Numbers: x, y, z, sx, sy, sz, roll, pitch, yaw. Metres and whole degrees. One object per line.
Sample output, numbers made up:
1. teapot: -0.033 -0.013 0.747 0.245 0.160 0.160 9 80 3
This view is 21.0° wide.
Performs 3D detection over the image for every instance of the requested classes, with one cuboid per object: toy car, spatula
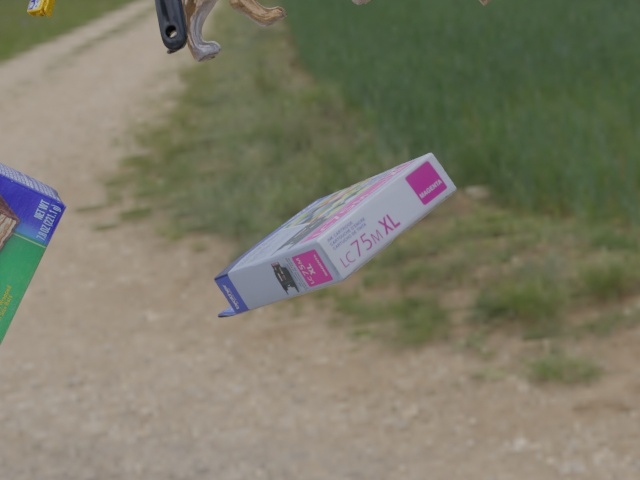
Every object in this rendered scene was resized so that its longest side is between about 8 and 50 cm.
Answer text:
1. toy car: -0.286 -0.277 1.659 0.041 0.122 0.060 -2 -8 36
2. spatula: -0.186 -0.350 1.916 0.084 0.296 0.030 -15 -11 12

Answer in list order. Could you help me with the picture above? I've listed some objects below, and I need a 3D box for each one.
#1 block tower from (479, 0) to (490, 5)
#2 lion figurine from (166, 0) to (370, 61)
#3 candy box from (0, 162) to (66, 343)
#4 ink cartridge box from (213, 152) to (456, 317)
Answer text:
1. block tower: 0.101 -0.418 1.888 0.097 0.335 0.091 -42 -11 4
2. lion figurine: -0.049 -0.379 2.060 0.392 0.240 0.142 -22 -2 -24
3. candy box: -0.478 0.004 1.872 0.317 0.268 0.122 25 2 -18
4. ink cartridge box: 0.000 0.000 1.958 0.186 0.065 0.311 -37 6 -29
